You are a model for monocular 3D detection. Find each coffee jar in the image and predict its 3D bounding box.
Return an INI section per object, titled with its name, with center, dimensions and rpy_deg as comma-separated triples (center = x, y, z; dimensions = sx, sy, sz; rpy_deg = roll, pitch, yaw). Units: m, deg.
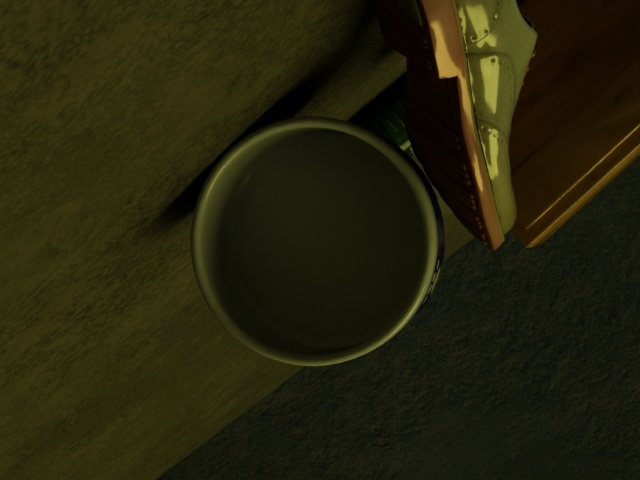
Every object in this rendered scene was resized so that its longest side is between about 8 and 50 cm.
[coffee jar]
center = 0.131, -0.171, 1.872
dimensions = 0.184, 0.079, 0.096
rpy_deg = -41, 170, 1

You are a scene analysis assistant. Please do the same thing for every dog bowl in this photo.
[dog bowl]
center = 0.000, 0.000, 1.605
dimensions = 0.265, 0.265, 0.104
rpy_deg = -43, 172, 11

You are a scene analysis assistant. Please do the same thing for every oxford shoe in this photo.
[oxford shoe]
center = 0.167, -0.151, 1.495
dimensions = 0.146, 0.140, 0.397
rpy_deg = -32, 138, -14

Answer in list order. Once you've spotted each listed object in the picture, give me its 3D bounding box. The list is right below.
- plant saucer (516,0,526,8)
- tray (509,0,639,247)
[plant saucer]
center = 0.248, -0.332, 1.628
dimensions = 0.333, 0.081, 0.333
rpy_deg = -40, 169, -8
[tray]
center = 0.312, -0.203, 1.603
dimensions = 0.411, 0.203, 0.076
rpy_deg = -45, 168, 20
